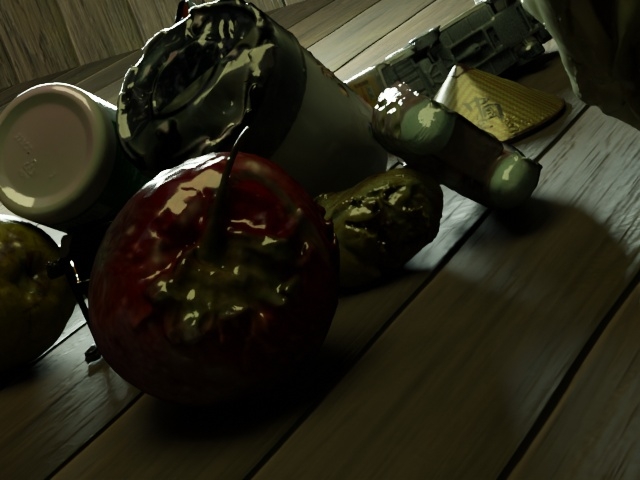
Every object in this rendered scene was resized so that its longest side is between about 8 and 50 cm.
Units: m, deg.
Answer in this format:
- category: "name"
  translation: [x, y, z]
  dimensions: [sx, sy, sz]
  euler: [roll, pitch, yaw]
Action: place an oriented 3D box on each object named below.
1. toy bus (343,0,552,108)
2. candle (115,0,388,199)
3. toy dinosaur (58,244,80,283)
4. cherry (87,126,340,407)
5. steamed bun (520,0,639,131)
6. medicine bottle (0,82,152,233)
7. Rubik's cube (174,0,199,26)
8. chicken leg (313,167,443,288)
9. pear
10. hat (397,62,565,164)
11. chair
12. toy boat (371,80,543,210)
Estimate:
- category: "toy bus"
  translation: [0.158, -0.216, 1.906]
  dimensions: [0.138, 0.097, 0.342]
  euler: [-24, 8, 46]
- category: "candle"
  translation: [-0.033, -0.083, 1.490]
  dimensions: [0.187, 0.330, 0.187]
  euler: [-18, 56, 30]
- category: "toy dinosaur"
  translation: [-0.275, 0.041, 1.672]
  dimensions: [0.142, 0.057, 0.212]
  euler: [-3, 23, -13]
- category: "cherry"
  translation: [-0.090, 0.030, 1.185]
  dimensions: [0.175, 0.192, 0.250]
  euler: [12, -9, -28]
- category: "steamed bun"
  translation: [0.333, -0.219, 1.295]
  dimensions: [0.339, 0.352, 0.247]
  euler: [-28, 33, 28]
- category: "medicine bottle"
  translation: [-0.201, -0.058, 1.556]
  dimensions: [0.133, 0.133, 0.274]
  euler: [-15, -17, 19]
- category: "Rubik's cube"
  translation: [-0.120, -0.099, 1.905]
  dimensions: [0.234, 0.284, 0.250]
  euler: [-36, -21, 30]
- category: "chicken leg"
  translation: [0.000, 0.000, 1.361]
  dimensions: [0.228, 0.088, 0.103]
  euler: [-15, 33, 20]
- category: "pear"
  translation: [-0.303, 0.049, 1.460]
  dimensions: [0.162, 0.149, 0.149]
  euler: [-8, 18, 47]
- category: "hat"
  translation: [0.162, -0.153, 1.706]
  dimensions: [0.193, 0.082, 0.193]
  euler: [-18, 16, 5]
- category: "chair"
  translation: [-0.167, 0.019, 1.476]
  dimensions: [0.106, 0.113, 0.229]
  euler: [-16, 18, 8]
- category: "toy boat"
  translation: [0.110, -0.072, 1.400]
  dimensions: [0.085, 0.155, 0.227]
  euler: [-61, 9, 6]
